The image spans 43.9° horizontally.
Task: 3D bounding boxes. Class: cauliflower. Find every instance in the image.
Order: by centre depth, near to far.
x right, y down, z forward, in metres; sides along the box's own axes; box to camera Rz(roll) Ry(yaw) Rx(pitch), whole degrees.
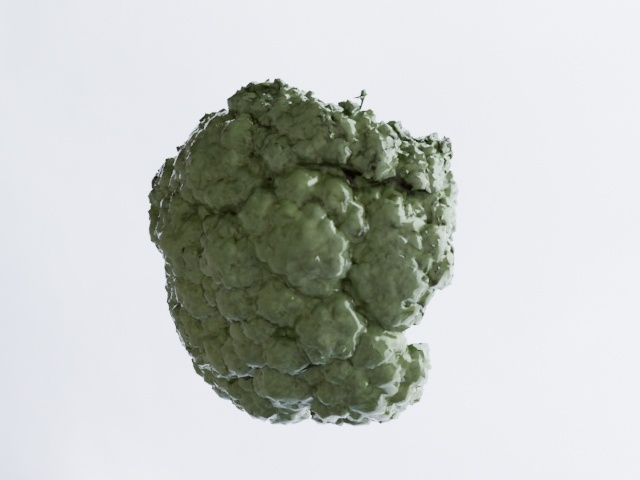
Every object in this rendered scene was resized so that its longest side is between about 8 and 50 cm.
[{"bbox_3d":[0.000,0.000,0.624,0.275,0.250,0.272,9,-63,38],"label":"cauliflower"}]
